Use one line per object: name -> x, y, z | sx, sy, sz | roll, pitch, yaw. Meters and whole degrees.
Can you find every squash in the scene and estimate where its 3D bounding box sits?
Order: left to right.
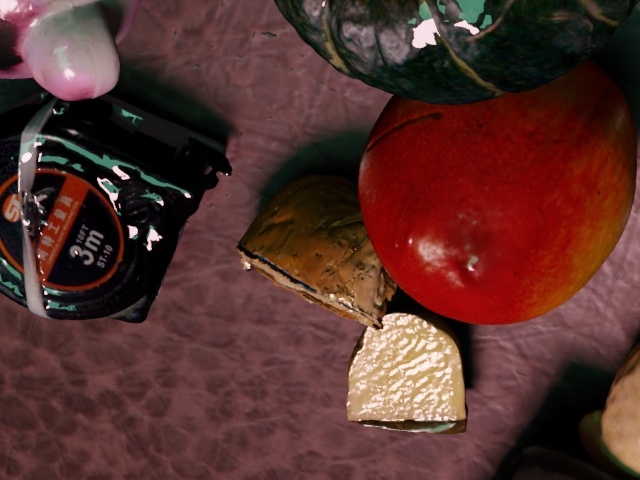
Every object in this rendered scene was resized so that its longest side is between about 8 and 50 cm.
squash -> 0.080, -0.202, 0.880 | 0.252, 0.165, 0.252 | -9, 74, 34

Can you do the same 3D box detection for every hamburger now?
hamburger -> 0.000, -0.006, 1.095 | 0.087, 0.176, 0.102 | 24, 88, -26

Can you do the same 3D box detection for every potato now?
potato -> 0.070, 0.088, 1.154 | 0.096, 0.066, 0.103 | 5, 117, 1

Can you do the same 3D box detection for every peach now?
peach -> 0.112, -0.034, 0.987 | 0.197, 0.197, 0.197 | 9, 122, 15

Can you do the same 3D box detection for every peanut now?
peanut -> 0.286, 0.096, 1.056 | 0.263, 0.101, 0.117 | -36, 83, 33

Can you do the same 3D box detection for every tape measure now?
tape measure -> -0.184, -0.029, 1.153 | 0.181, 0.107, 0.182 | 31, 125, -3

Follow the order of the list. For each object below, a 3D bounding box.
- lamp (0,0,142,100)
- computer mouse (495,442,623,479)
lamp -> -0.224, -0.242, 0.958 | 0.247, 0.247, 0.301 | 40, 144, 48
computer mouse -> 0.191, 0.252, 1.165 | 0.170, 0.100, 0.269 | 35, 147, 8
